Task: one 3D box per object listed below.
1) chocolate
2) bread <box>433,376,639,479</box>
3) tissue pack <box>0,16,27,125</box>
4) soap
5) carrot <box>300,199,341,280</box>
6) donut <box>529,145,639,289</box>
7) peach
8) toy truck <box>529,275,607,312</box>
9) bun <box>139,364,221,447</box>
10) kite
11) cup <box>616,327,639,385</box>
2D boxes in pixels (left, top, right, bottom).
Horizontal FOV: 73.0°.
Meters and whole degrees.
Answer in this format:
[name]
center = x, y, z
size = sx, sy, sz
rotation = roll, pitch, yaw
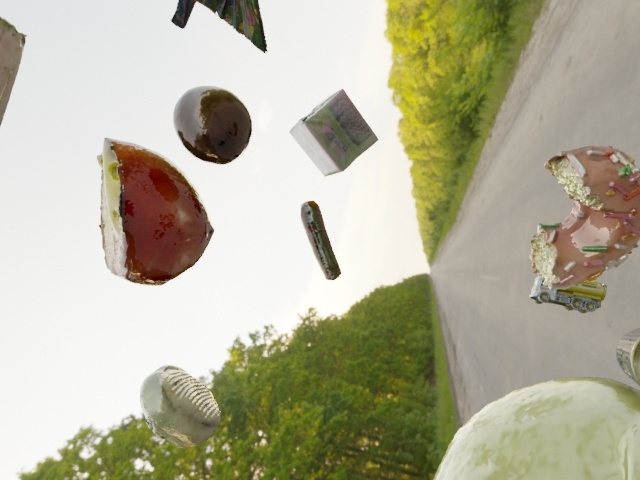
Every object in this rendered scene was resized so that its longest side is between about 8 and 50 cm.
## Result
[chocolate]
center = -0.220, -0.237, 0.904
size = 0.177, 0.176, 0.177
rotation = 7, -90, -75
[bread]
center = 0.224, 0.266, 0.312
size = 0.320, 0.237, 0.320
rotation = -42, 3, 3
[tissue pack]
center = -0.394, -0.137, 0.357
size = 0.073, 0.235, 0.173
rotation = 80, -153, -88
[soap]
center = 0.041, -0.328, 1.338
size = 0.182, 0.199, 0.138
rotation = -45, 15, -18
[carrot]
center = 0.000, 0.000, 1.309
size = 0.070, 0.070, 0.260
rotation = 46, -158, -71
[donut]
center = 0.284, -0.022, 0.444
size = 0.065, 0.117, 0.166
rotation = -105, 1, -49
[peach]
center = -0.410, -0.067, 0.988
size = 0.338, 0.281, 0.281
rotation = 56, -147, -21
[toy truck]
center = 0.471, 0.099, 0.824
size = 0.052, 0.123, 0.063
rotation = 41, -118, -71
[bun]
center = -0.387, 0.447, 1.156
size = 0.141, 0.239, 0.239
rotation = -47, -22, -6
[kite]
center = -0.188, -0.434, 0.652
size = 0.234, 0.321, 0.016
rotation = -49, 17, 36
[cup]
center = 0.602, 0.229, 0.748
size = 0.155, 0.131, 0.176
rotation = 17, -123, -67
